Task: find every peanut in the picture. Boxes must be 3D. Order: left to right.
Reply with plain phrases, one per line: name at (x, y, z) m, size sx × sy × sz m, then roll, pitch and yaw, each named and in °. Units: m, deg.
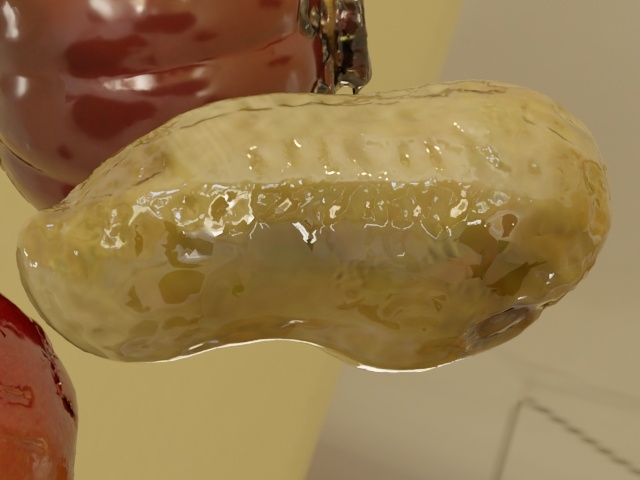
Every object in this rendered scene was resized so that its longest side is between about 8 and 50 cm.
peanut at (0.000, 0.000, 0.735) m, size 0.236 × 0.110 × 0.120 m, roll -10°, pitch -26°, yaw -8°

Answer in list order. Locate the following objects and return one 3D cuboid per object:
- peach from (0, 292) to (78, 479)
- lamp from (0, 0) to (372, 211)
peach at (-0.212, 0.092, 0.845) m, size 0.197 × 0.197 × 0.197 m, roll 16°, pitch -23°, yaw 7°
lamp at (-0.100, -0.141, 1.124) m, size 0.257 × 0.303 × 0.303 m, roll -5°, pitch -26°, yaw 3°
